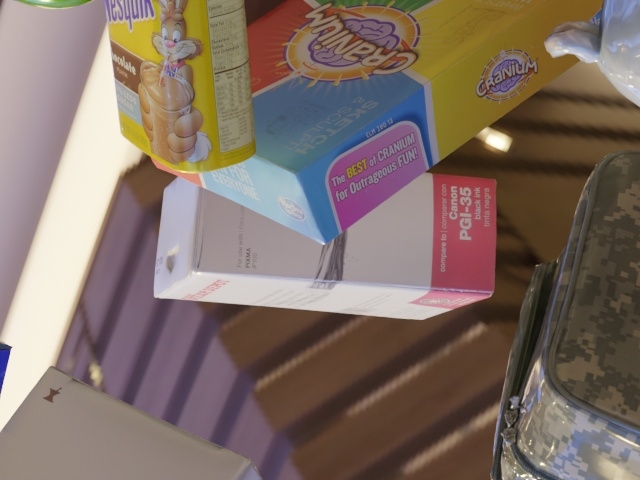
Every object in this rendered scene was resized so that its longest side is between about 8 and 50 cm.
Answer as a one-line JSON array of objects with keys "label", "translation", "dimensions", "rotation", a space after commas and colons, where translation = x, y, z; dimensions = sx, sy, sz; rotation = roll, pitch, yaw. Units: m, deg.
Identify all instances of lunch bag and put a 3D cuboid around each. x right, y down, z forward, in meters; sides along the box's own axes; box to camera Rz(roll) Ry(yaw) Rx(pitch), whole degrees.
[{"label": "lunch bag", "translation": [0.246, 0.125, 1.343], "dimensions": [0.213, 0.256, 0.305], "rotation": [18, -133, 3]}]

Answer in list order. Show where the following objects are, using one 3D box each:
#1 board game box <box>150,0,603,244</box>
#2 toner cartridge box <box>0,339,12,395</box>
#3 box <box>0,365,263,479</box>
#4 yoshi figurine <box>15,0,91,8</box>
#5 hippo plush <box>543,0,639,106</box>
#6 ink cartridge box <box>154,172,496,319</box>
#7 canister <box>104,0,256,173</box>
[{"label": "board game box", "translation": [0.044, -0.136, 1.347], "dimensions": [0.316, 0.064, 0.242], "rotation": [-36, -147, -22]}, {"label": "toner cartridge box", "translation": [-0.471, 0.071, 1.682], "dimensions": [0.348, 0.075, 0.165], "rotation": [27, -162, 36]}, {"label": "box", "translation": [-0.087, 0.162, 0.887], "dimensions": [0.130, 0.170, 0.091], "rotation": [21, -117, 29]}, {"label": "yoshi figurine", "translation": [-0.101, -0.252, 0.978], "dimensions": [0.203, 0.362, 0.203], "rotation": [44, -158, -31]}, {"label": "hippo plush", "translation": [0.214, -0.137, 0.922], "dimensions": [0.237, 0.294, 0.234], "rotation": [-11, -165, -39]}, {"label": "ink cartridge box", "translation": [0.000, 0.000, 1.655], "dimensions": [0.283, 0.117, 0.207], "rotation": [5, 171, -15]}, {"label": "canister", "translation": [-0.097, -0.142, 1.167], "dimensions": [0.073, 0.169, 0.126], "rotation": [-18, -151, -27]}]
